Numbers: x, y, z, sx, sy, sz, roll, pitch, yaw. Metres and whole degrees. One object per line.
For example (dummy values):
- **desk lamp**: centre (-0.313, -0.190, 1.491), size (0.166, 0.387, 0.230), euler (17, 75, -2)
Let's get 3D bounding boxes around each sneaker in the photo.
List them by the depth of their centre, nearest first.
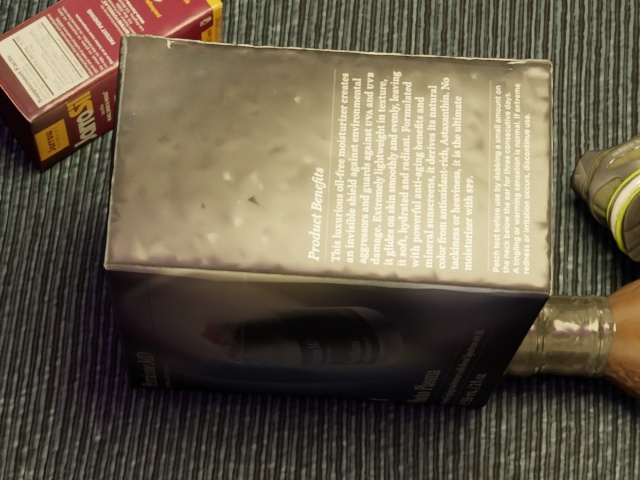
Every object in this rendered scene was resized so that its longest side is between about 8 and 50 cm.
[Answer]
- **sneaker**: centre (0.340, -0.075, 1.323), size (0.300, 0.111, 0.121), euler (-16, 36, -25)

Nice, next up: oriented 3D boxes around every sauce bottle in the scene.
- **sauce bottle**: centre (0.313, 0.082, 1.262), size (0.344, 0.111, 0.111), euler (1, 69, -1)

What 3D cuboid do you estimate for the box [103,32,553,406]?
- **box**: centre (0.000, 0.000, 1.174), size (0.294, 0.296, 0.183), euler (4, 69, -1)

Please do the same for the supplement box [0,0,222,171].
- **supplement box**: centre (-0.178, -0.153, 1.322), size (0.188, 0.104, 0.081), euler (-34, 75, -15)
